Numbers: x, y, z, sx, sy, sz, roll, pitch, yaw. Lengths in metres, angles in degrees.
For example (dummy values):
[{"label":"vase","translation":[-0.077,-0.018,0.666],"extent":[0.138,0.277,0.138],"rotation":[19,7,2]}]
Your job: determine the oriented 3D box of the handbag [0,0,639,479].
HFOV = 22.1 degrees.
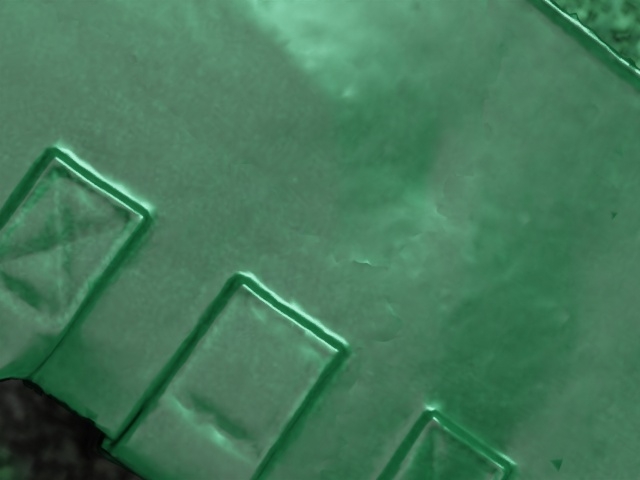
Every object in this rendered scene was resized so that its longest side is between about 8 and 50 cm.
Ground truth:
[{"label":"handbag","translation":[0.000,-0.001,0.615],"extent":[0.326,0.089,0.238],"rotation":[37,84,-13]}]
